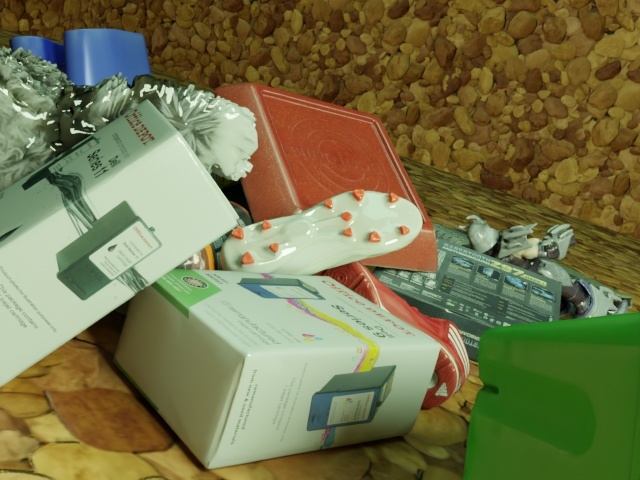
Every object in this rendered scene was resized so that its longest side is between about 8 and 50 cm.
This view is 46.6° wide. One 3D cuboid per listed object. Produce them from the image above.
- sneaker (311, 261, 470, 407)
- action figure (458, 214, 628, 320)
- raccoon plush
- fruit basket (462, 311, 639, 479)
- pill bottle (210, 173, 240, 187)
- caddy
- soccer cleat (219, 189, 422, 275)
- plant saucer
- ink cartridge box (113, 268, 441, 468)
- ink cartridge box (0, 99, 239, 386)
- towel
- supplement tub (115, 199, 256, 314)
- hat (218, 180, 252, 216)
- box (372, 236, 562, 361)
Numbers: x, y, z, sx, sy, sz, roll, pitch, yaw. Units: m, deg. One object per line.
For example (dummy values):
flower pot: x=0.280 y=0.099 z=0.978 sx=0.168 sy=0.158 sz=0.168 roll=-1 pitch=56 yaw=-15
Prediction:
sneaker: x=0.063 y=0.084 z=0.779 sx=0.221 sy=0.087 sz=0.128 roll=47 pitch=14 yaw=21
action figure: x=0.309 y=0.044 z=1.072 sx=0.285 sy=0.099 sz=0.185 roll=33 pitch=-19 yaw=-20
raccoon plush: x=-0.324 y=-0.099 z=0.763 sx=0.446 sy=0.216 sz=0.299 roll=9 pitch=11 yaw=-29
fruit basket: x=0.301 y=0.180 z=0.389 sx=0.391 sy=0.283 sz=0.392 roll=7 pitch=-1 yaw=0
pill bottle: x=-0.110 y=-0.070 z=1.049 sx=0.245 sy=0.136 sz=0.136 roll=9 pitch=16 yaw=-33
caddy: x=-0.479 y=-0.324 z=1.518 sx=0.241 sy=0.179 sz=0.341 roll=-5 pitch=11 yaw=10
soccer cleat: x=0.000 y=0.000 z=0.713 sx=0.196 sy=0.068 sz=0.076 roll=-12 pitch=-23 yaw=-11
plant saucer: x=0.017 y=-0.087 z=0.902 sx=0.258 sy=0.048 sz=0.259 roll=8 pitch=48 yaw=-36
ink cartridge box: x=-0.032 y=0.093 z=0.605 sx=0.212 sy=0.093 sz=0.154 roll=8 pitch=16 yaw=-43
ink cartridge box: x=-0.184 y=-0.009 z=0.571 sx=0.087 sy=0.208 sz=0.153 roll=59 pitch=-9 yaw=-28
towel: x=0.362 y=0.054 z=1.368 sx=0.312 sy=0.056 sz=0.324 roll=11 pitch=13 yaw=-37
supplement tub: x=-0.138 y=0.017 z=0.737 sx=0.106 sy=0.106 sz=0.198 roll=21 pitch=14 yaw=14
hat: x=-0.066 y=0.041 z=0.905 sx=0.172 sy=0.184 sz=0.208 roll=9 pitch=-28 yaw=-31
box: x=0.183 y=0.073 z=0.942 sx=0.232 sy=0.059 sz=0.183 roll=21 pitch=29 yaw=10
